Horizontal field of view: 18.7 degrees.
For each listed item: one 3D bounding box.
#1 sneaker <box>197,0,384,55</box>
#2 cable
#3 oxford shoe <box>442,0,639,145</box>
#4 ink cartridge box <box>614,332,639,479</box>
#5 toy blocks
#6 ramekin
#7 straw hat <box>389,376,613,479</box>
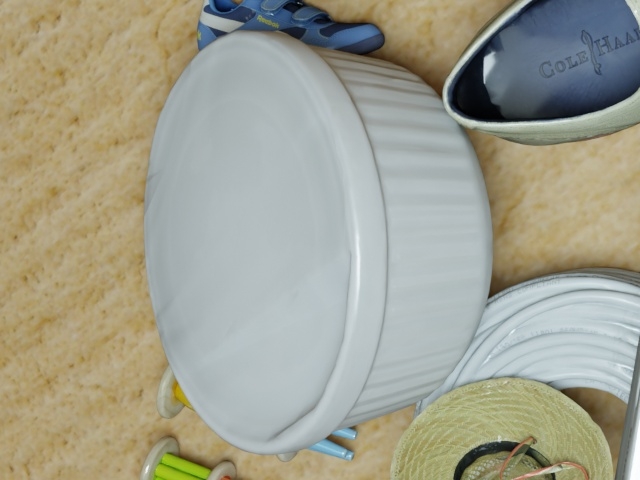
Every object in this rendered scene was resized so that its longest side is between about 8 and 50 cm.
[{"bbox_3d":[-0.025,-0.148,1.352,0.144,0.053,0.059,1,98,24],"label":"sneaker"},{"bbox_3d":[0.184,0.146,1.290,0.257,0.089,0.257,11,104,22],"label":"cable"},{"bbox_3d":[0.251,-0.150,1.158,0.397,0.146,0.140,-30,87,31],"label":"oxford shoe"},{"bbox_3d":[0.322,0.085,1.139,0.273,0.115,0.198,9,94,4],"label":"ink cartridge box"},{"bbox_3d":[-0.051,0.160,1.421,0.148,0.054,0.123,18,106,21],"label":"toy blocks"},{"bbox_3d":[0.000,0.000,1.276,0.273,0.127,0.273,6,98,57],"label":"ramekin"},{"bbox_3d":[0.119,0.161,1.234,0.144,0.144,0.061,5,144,24],"label":"straw hat"}]
